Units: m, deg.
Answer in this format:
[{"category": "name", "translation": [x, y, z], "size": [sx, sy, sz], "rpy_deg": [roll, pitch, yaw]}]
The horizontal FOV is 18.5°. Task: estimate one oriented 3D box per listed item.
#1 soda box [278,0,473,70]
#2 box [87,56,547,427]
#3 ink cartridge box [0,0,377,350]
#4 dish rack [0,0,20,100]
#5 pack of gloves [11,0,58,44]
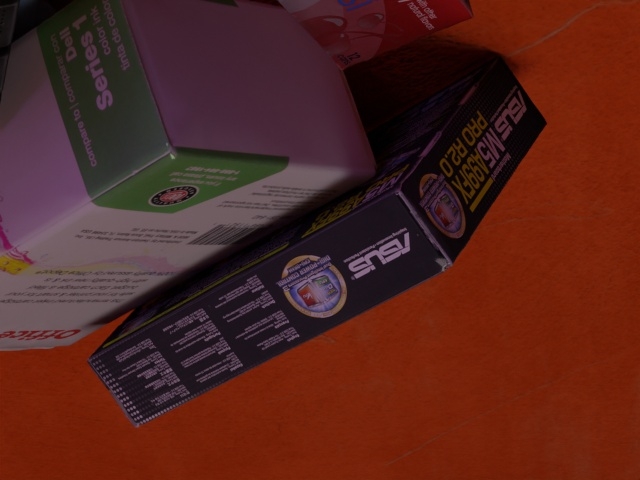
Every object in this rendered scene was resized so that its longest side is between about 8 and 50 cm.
[{"category": "soda box", "translation": [-0.010, -0.187, 0.988], "size": [0.083, 0.092, 0.263], "rpy_deg": [-21, 154, 16]}, {"category": "box", "translation": [0.000, 0.000, 1.286], "size": [0.270, 0.060, 0.216], "rpy_deg": [-29, -167, 32]}, {"category": "ink cartridge box", "translation": [-0.141, -0.036, 1.185], "size": [0.278, 0.117, 0.201], "rpy_deg": [-29, 163, 31]}, {"category": "dish rack", "translation": [-0.278, -0.093, 0.969], "size": [0.272, 0.074, 0.208], "rpy_deg": [-15, 158, -21]}, {"category": "pack of gloves", "translation": [-0.246, -0.123, 1.100], "size": [0.195, 0.046, 0.232], "rpy_deg": [-22, 160, -2]}]
